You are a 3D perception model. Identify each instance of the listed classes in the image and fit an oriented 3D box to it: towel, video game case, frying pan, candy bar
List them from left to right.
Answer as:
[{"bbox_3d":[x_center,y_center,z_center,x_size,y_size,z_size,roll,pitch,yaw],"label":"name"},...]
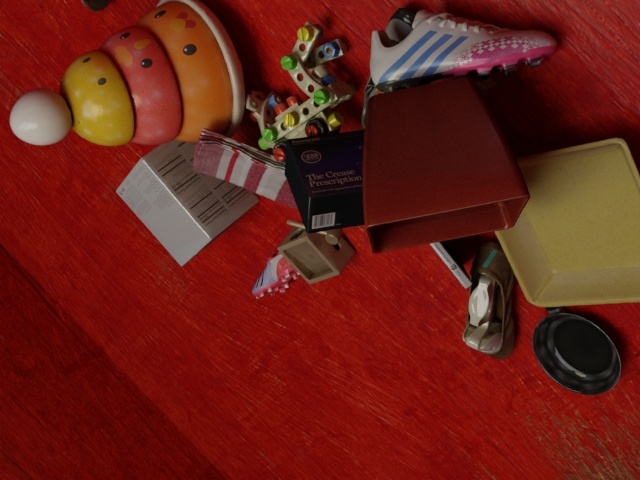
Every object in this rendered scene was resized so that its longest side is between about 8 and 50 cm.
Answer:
[{"bbox_3d":[-0.133,-0.143,2.024,0.329,0.037,0.237,21,164,-6],"label":"towel"},{"bbox_3d":[0.250,0.010,1.861,0.022,0.190,0.173,-38,96,8],"label":"video game case"},{"bbox_3d":[0.283,-0.259,1.693,0.040,0.018,0.161,45,143,8],"label":"candy bar"},{"bbox_3d":[0.495,0.188,1.868,0.326,0.053,0.197,47,139,12],"label":"frying pan"}]

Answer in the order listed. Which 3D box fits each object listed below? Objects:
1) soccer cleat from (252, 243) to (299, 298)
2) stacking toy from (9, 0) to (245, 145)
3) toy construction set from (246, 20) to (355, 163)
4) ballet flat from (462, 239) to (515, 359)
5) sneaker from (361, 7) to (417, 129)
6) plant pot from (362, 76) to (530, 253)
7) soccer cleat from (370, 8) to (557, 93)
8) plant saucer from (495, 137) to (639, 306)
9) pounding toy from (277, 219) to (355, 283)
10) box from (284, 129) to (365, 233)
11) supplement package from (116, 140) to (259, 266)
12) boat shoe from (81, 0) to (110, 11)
[{"bbox_3d":[-0.120,0.084,2.355,0.248,0.083,0.095,-40,64,58],"label":"soccer cleat"},{"bbox_3d":[-0.435,-0.312,1.921,0.351,0.480,0.350,35,139,37],"label":"stacking toy"},{"bbox_3d":[-0.056,-0.293,1.865,0.328,0.151,0.215,-30,89,52],"label":"toy construction set"},{"bbox_3d":[0.359,0.158,1.911,0.116,0.124,0.342,22,137,27],"label":"ballet flat"},{"bbox_3d":[0.142,-0.317,1.702,0.100,0.108,0.271,33,137,21],"label":"sneaker"},{"bbox_3d":[0.194,-0.134,1.552,0.267,0.267,0.235,61,-162,-78],"label":"plant pot"},{"bbox_3d":[0.238,-0.346,1.546,0.331,0.116,0.143,-8,92,22],"label":"soccer cleat"},{"bbox_3d":[0.484,-0.037,1.652,0.333,0.081,0.332,-9,117,46],"label":"plant saucer"},{"bbox_3d":[-0.003,-0.008,2.119,0.181,0.094,0.206,48,143,-16],"label":"pounding toy"},{"bbox_3d":[0.077,-0.127,1.766,0.184,0.261,0.103,-113,19,-44],"label":"box"},{"bbox_3d":[-0.340,-0.116,2.270,0.262,0.198,0.199,49,142,-3],"label":"supplement package"},{"bbox_3d":[-0.551,-0.669,2.079,0.095,0.095,0.257,49,151,38],"label":"boat shoe"}]
